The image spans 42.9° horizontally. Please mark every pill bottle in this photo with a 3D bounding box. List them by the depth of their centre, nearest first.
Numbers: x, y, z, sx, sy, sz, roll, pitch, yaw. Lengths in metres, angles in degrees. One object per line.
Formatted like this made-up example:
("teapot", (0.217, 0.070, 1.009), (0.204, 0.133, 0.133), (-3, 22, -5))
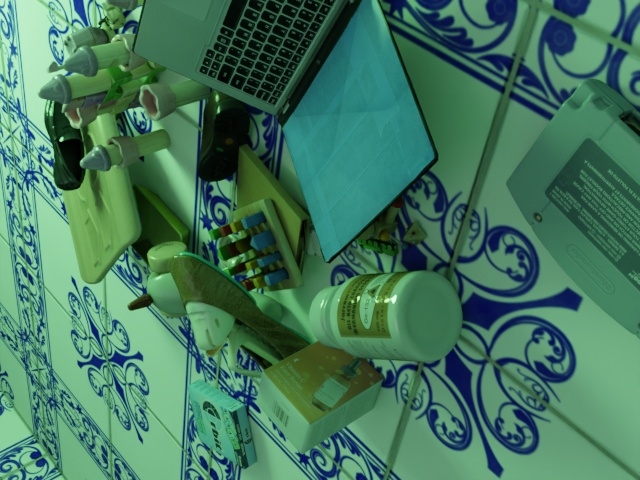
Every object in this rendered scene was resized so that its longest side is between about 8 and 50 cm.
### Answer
("pill bottle", (0.090, 0.114, 1.231), (0.229, 0.131, 0.131), (-8, 104, 53))

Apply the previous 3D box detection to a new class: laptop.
("laptop", (-0.079, -0.203, 1.120), (0.408, 0.236, 0.382), (22, 153, -12))

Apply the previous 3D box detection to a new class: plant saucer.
("plant saucer", (-0.346, -0.007, 1.783), (0.188, 0.045, 0.188), (44, 139, 27))

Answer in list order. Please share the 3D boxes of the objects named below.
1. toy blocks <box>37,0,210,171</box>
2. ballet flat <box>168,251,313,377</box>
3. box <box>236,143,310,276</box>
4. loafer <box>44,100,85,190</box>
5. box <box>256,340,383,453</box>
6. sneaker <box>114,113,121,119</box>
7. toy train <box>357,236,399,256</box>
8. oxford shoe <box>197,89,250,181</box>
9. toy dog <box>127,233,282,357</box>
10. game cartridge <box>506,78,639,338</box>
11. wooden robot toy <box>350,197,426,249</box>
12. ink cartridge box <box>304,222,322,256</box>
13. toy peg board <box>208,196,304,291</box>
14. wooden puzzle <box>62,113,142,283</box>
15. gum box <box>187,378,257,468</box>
("toy blocks", (-0.420, -0.306, 1.521), (0.288, 0.260, 0.308), (-35, 82, 54))
("ballet flat", (-0.145, 0.160, 1.424), (0.116, 0.124, 0.342), (-11, 136, 43))
("box", (-0.087, -0.047, 1.417), (0.201, 0.021, 0.164), (51, 150, 31))
("loafer", (-0.547, -0.220, 1.768), (0.078, 0.076, 0.223), (-10, 86, 42))
("box", (-0.002, 0.257, 1.394), (0.130, 0.170, 0.091), (42, 140, 29))
("sneaker", (-0.466, -0.274, 1.791), (0.083, 0.031, 0.035), (-6, 106, 53))
("toy train", (0.089, 0.008, 1.269), (0.083, 0.017, 0.023), (14, 131, 47))
("oxford shoe", (-0.174, -0.191, 1.450), (0.227, 0.083, 0.096), (118, 142, -50))
("toy dog", (-0.249, 0.118, 1.598), (0.334, 0.161, 0.220), (-6, 115, 47))
("game cartridge", (0.347, -0.013, 0.901), (0.294, 0.060, 0.196), (51, 138, 20))
("wooden robot toy", (0.071, -0.036, 1.212), (0.173, 0.079, 0.076), (40, 137, 30))
("ink cartridge box", (0.000, 0.000, 1.364), (0.083, 0.028, 0.048), (10, 120, 50))
("toy peg board", (-0.120, 0.023, 1.422), (0.161, 0.079, 0.161), (-13, 100, 65))
("wooden puzzle", (-0.485, -0.098, 1.833), (0.348, 0.081, 0.322), (-32, 70, 54))
("gum box", (-0.229, 0.424, 1.889), (0.184, 0.041, 0.156), (16, 121, 48))
